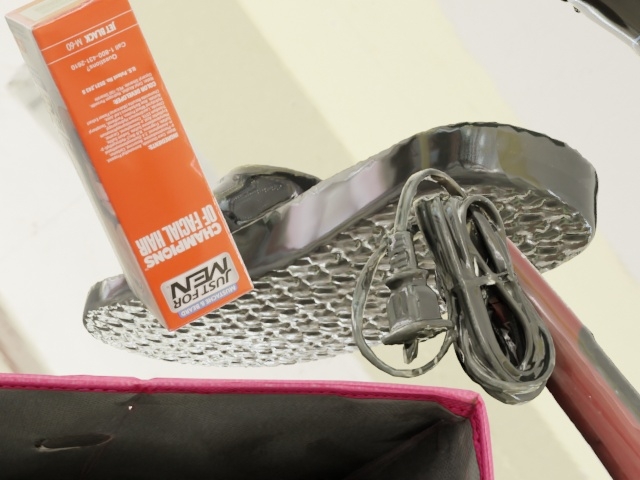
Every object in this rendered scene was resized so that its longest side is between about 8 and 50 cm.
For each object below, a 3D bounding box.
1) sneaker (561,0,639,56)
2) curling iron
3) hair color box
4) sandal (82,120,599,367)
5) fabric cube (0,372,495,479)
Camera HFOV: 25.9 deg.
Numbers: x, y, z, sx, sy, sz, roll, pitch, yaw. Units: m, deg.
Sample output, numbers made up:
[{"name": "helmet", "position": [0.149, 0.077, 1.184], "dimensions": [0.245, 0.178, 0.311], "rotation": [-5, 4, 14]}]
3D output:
[{"name": "sneaker", "position": [0.131, -0.178, 0.771], "dimensions": [0.090, 0.081, 0.232], "rotation": [-19, -49, 27]}, {"name": "curling iron", "position": [0.103, 0.095, 0.397], "dimensions": [0.274, 0.068, 0.035], "rotation": [51, -40, 3]}, {"name": "hair color box", "position": [-0.099, -0.046, 0.713], "dimensions": [0.167, 0.053, 0.093], "rotation": [67, -14, -20]}, {"name": "sandal", "position": [0.003, 0.000, 0.950], "dimensions": [0.168, 0.107, 0.446], "rotation": [27, -32, -36]}, {"name": "fabric cube", "position": [-0.091, 0.202, 0.539], "dimensions": [0.259, 0.254, 0.258], "rotation": [4, -19, -16]}]
